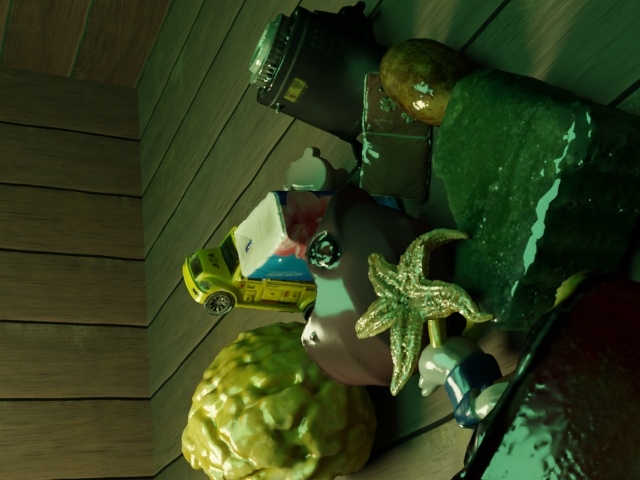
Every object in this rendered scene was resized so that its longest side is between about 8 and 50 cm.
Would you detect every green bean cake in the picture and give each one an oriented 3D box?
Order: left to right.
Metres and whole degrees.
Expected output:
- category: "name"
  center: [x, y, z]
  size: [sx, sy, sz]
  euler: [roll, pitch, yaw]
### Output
- category: "green bean cake"
  center: [0.276, -0.059, 1.103]
  size: [0.308, 0.169, 0.300]
  euler: [46, 124, 58]

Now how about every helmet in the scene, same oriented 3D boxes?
- category: "helmet"
  center: [0.115, 0.077, 1.334]
  size: [0.197, 0.271, 0.338]
  euler: [3, 77, 37]

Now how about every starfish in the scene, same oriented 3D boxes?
- category: "starfish"
  center: [0.120, 0.087, 1.101]
  size: [0.277, 0.062, 0.236]
  euler: [27, 100, 53]

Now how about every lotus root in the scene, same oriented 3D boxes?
- category: "lotus root"
  center: [0.188, -0.254, 1.339]
  size: [0.260, 0.145, 0.129]
  euler: [-129, 47, -55]

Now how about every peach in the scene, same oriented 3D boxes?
- category: "peach"
  center: [0.297, 0.240, 0.816]
  size: [0.353, 0.339, 0.417]
  euler: [-21, 81, 19]

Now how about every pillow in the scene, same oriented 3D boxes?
- category: "pillow"
  center: [0.137, -0.188, 1.470]
  size: [0.043, 0.126, 0.233]
  euler: [26, -114, -84]

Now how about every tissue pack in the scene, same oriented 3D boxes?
- category: "tissue pack"
  center: [0.000, 0.000, 1.538]
  size: [0.209, 0.269, 0.137]
  euler: [-38, 56, 53]

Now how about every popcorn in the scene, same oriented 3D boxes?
- category: "popcorn"
  center: [-0.084, 0.327, 1.564]
  size: [0.390, 0.344, 0.354]
  euler: [127, 134, -57]

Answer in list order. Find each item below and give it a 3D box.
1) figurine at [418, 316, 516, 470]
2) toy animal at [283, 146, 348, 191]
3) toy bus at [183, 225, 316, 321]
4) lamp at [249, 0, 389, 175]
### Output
- category: "figurine"
  center: [0.256, 0.240, 1.148]
  size: [0.283, 0.204, 0.339]
  euler: [5, 102, 57]
- category: "toy animal"
  center: [0.013, -0.098, 1.649]
  size: [0.124, 0.212, 0.124]
  euler: [-7, 72, 22]
- category: "toy bus"
  center: [-0.108, 0.065, 1.680]
  size: [0.152, 0.330, 0.144]
  euler: [-66, 32, 27]
- category: "lamp"
  center: [-0.003, -0.319, 1.600]
  size: [0.205, 0.272, 0.374]
  euler: [130, 137, -52]
